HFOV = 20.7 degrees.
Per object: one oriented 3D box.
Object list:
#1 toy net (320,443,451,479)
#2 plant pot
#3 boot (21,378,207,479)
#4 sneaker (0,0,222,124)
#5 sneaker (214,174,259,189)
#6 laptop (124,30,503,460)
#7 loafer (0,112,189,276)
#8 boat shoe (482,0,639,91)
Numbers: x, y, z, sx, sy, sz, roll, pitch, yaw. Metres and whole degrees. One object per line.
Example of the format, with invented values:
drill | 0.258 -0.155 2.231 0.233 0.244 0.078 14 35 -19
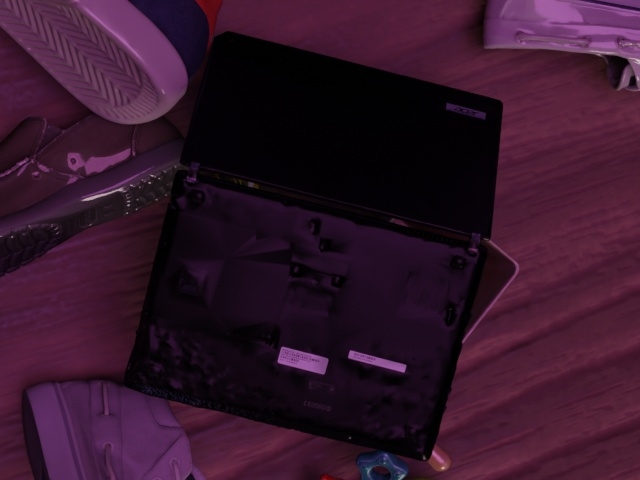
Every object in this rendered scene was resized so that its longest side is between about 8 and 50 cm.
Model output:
toy net | 0.047 0.162 1.394 0.122 0.045 0.232 1 121 13
plant pot | 0.072 0.027 1.402 0.109 0.096 0.109 40 82 -13
boot | -0.138 0.196 1.293 0.123 0.258 0.095 -6 135 -17
sneaker | -0.210 -0.251 1.291 0.350 0.131 0.148 48 51 -20
sneaker | -0.068 -0.055 1.394 0.035 0.031 0.083 -7 95 -14
laptop | 0.000 0.000 1.321 0.234 0.136 0.264 14 99 -3
loafer | -0.220 -0.041 1.336 0.251 0.094 0.087 -23 74 -21
boat shoe | 0.262 -0.164 1.442 0.268 0.096 0.088 11 95 -14
